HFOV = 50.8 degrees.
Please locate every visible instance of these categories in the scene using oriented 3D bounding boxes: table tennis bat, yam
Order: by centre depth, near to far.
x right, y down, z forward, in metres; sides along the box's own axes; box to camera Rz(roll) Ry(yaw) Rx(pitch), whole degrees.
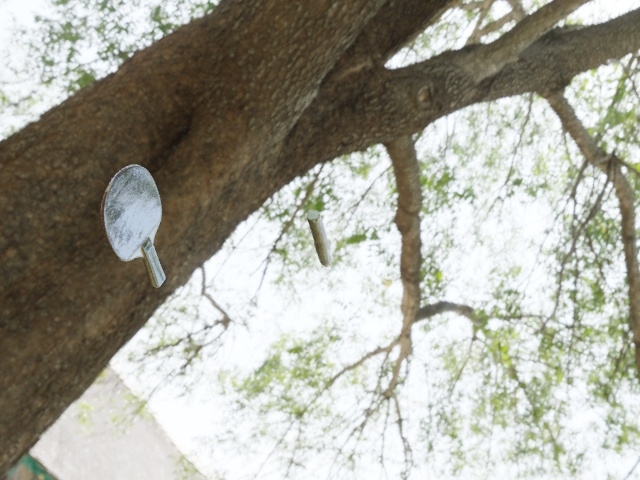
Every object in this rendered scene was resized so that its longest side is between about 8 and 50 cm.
[{"bbox_3d":[0.000,0.000,0.903,0.021,0.021,0.116,20,-30,25],"label":"yam"},{"bbox_3d":[-0.336,-0.016,1.253,0.021,0.154,0.274,13,-43,20],"label":"table tennis bat"}]
